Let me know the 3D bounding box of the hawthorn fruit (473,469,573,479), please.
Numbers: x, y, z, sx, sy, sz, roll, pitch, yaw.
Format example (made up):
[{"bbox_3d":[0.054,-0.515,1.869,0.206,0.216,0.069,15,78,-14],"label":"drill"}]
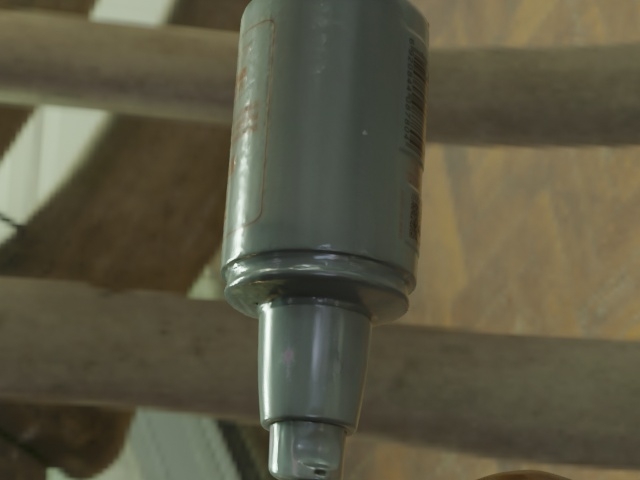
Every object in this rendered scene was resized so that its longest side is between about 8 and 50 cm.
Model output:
[{"bbox_3d":[0.089,0.244,0.653,0.308,0.308,0.325,130,155,-58],"label":"hawthorn fruit"}]

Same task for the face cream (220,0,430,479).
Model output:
[{"bbox_3d":[0.000,0.000,0.811,0.101,0.101,0.251,142,136,-63],"label":"face cream"}]
